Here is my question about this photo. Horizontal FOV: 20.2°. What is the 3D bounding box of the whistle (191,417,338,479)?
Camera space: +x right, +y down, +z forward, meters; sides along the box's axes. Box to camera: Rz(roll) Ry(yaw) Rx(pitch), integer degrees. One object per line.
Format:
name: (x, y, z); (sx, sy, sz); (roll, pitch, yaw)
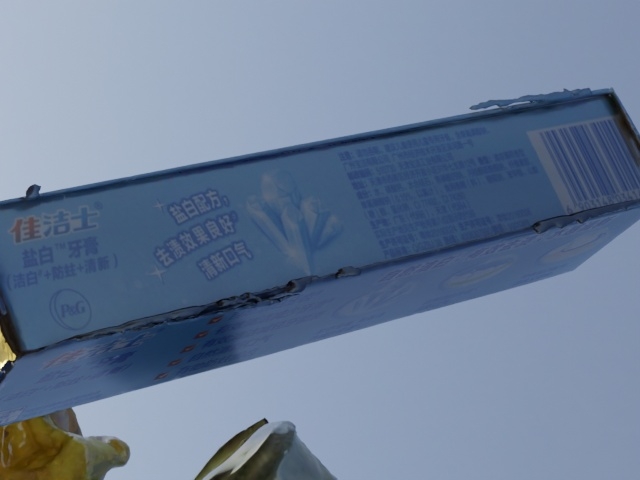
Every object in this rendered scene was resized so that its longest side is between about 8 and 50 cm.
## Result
whistle: (0.077, 0.190, 0.637); (0.057, 0.326, 0.068); (-43, -172, 7)

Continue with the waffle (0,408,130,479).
waffle: (-0.156, 0.135, 0.840); (0.211, 0.055, 0.160); (-7, -82, 39)

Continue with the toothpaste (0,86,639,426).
toothpaste: (0.000, 0.000, 0.603); (0.066, 0.272, 0.053); (-43, -113, 50)
